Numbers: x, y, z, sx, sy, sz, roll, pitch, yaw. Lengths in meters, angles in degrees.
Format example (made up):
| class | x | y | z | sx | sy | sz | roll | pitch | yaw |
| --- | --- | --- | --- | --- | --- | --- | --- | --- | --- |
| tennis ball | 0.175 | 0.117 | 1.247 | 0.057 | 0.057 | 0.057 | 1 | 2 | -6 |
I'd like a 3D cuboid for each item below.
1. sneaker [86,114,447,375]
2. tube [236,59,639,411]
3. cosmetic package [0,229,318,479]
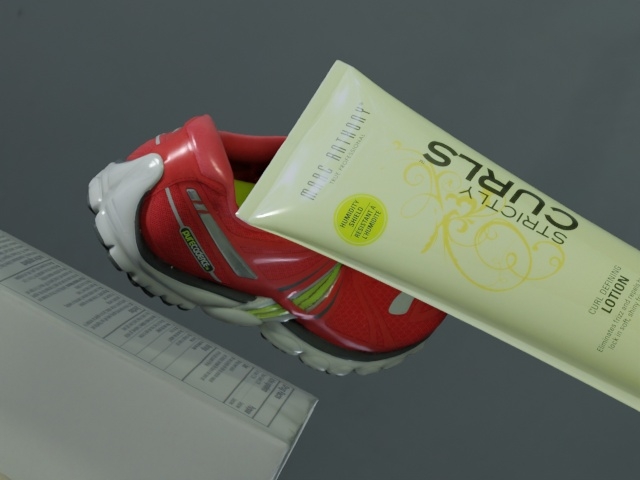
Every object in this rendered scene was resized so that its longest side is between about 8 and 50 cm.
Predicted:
| class | x | y | z | sx | sy | sz | roll | pitch | yaw |
| --- | --- | --- | --- | --- | --- | --- | --- | --- | --- |
| sneaker | 0.000 | 0.000 | 1.089 | 0.118 | 0.107 | 0.279 | -35 | 147 | 31 |
| tube | 0.086 | 0.010 | 0.857 | 0.240 | 0.070 | 0.062 | 30 | 121 | 11 |
| cosmetic package | -0.168 | 0.083 | 1.152 | 0.309 | 0.160 | 0.113 | 29 | 98 | 4 |
